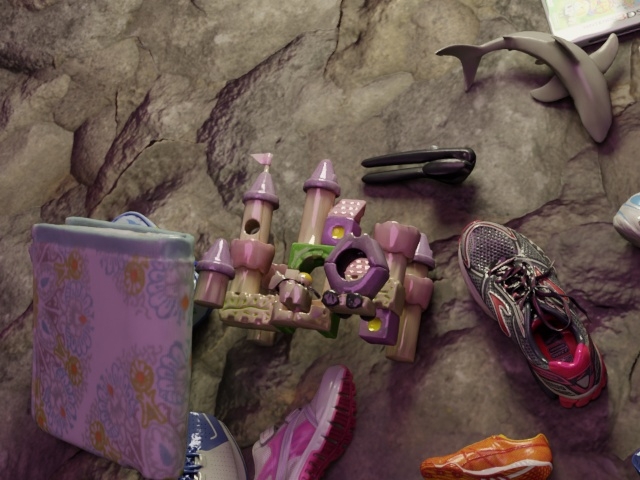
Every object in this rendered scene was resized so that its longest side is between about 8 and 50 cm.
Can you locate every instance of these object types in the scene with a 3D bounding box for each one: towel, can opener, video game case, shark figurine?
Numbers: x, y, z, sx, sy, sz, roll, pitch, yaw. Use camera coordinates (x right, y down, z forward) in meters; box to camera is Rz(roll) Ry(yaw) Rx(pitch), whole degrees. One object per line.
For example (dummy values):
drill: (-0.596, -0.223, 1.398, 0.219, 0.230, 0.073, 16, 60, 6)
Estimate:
towel: (-0.293, 0.135, 1.635, 0.374, 0.090, 0.320, 7, 99, 51)
can opener: (0.146, -0.115, 1.776, 0.186, 0.073, 0.059, 0, 73, 29)
video game case: (0.438, -0.407, 1.836, 0.193, 0.023, 0.212, -16, 61, 11)
shark figurine: (0.326, -0.277, 1.748, 0.278, 0.116, 0.166, 27, 88, 24)

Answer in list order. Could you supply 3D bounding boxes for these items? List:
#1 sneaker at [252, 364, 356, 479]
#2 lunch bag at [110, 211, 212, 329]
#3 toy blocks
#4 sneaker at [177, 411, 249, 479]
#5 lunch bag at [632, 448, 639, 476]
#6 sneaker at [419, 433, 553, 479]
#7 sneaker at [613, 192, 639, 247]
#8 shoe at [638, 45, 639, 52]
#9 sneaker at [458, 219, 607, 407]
sneaker: (-0.035, 0.280, 1.617, 0.111, 0.103, 0.252, 19, 72, 24)
lunch bag: (-0.275, 0.071, 1.809, 0.176, 0.090, 0.219, -45, 59, -4)
toy blocks: (0.000, 0.000, 1.621, 0.289, 0.309, 0.260, 5, 73, 21)
sneaker: (-0.179, 0.368, 1.577, 0.128, 0.182, 0.315, -14, 61, 11)
lunch bag: (0.448, 0.281, 1.472, 0.098, 0.065, 0.067, -34, 43, 2)
sneaker: (0.219, 0.293, 1.557, 0.175, 0.064, 0.067, -7, 43, 10)
sneaker: (0.499, 0.016, 1.571, 0.086, 0.085, 0.237, -48, 60, 5)
shoe: (0.567, -0.312, 1.714, 0.219, 0.076, 0.058, -31, 64, 5)
sneaker: (0.289, 0.080, 1.598, 0.121, 0.112, 0.299, -34, 58, 0)
